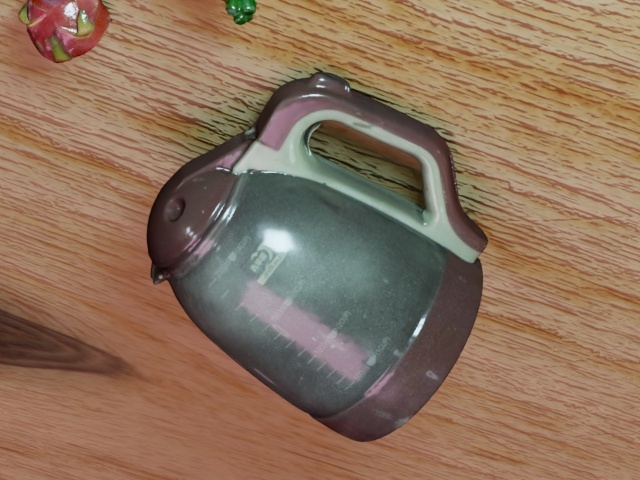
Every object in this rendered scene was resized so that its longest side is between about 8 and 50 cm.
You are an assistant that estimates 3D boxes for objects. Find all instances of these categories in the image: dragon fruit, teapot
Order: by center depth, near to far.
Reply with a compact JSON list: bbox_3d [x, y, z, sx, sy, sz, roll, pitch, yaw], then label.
[{"bbox_3d":[-0.242,-0.202,1.773,0.083,0.060,0.056,0,147,17],"label":"dragon fruit"},{"bbox_3d":[0.000,0.000,1.886,0.312,0.233,0.315,33,109,-22],"label":"teapot"}]

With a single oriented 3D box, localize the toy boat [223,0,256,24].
[{"bbox_3d":[-0.148,-0.262,1.640,0.229,0.088,0.089,26,143,-22],"label":"toy boat"}]
